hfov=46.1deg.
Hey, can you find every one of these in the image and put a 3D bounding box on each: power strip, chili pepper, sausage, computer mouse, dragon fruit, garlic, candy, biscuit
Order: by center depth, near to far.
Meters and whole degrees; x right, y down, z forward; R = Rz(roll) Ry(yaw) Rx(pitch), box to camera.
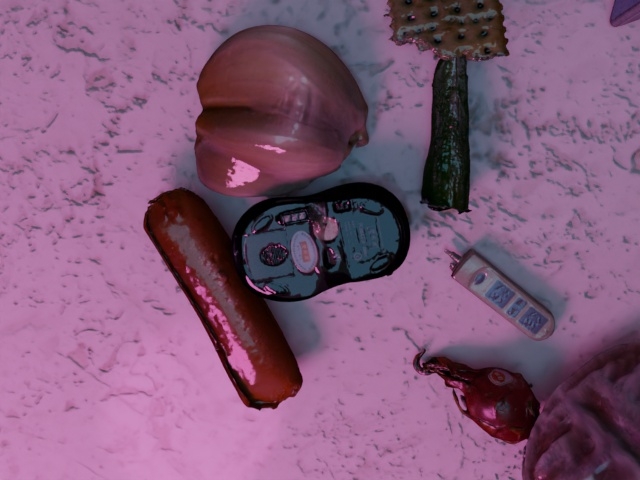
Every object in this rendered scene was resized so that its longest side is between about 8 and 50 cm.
[{"bbox_3d":[0.144,-0.310,0.912,0.143,0.016,0.203,-7,85,9],"label":"biscuit"},{"bbox_3d":[0.165,-0.150,0.945,0.059,0.088,0.227,1,102,-8],"label":"chili pepper"},{"bbox_3d":[0.394,0.260,0.950,0.289,0.214,0.157,-42,140,3],"label":"candy"},{"bbox_3d":[-0.054,-0.162,0.954,0.227,0.110,0.218,1,100,6],"label":"garlic"},{"bbox_3d":[0.000,0.000,0.991,0.233,0.096,0.137,-8,107,0],"label":"computer mouse"},{"bbox_3d":[0.242,0.070,1.014,0.191,0.030,0.048,38,104,-4],"label":"power strip"},{"bbox_3d":[0.214,0.203,1.019,0.190,0.094,0.094,31,105,8],"label":"dragon fruit"},{"bbox_3d":[-0.129,0.079,1.024,0.102,0.102,0.331,-26,99,12],"label":"sausage"}]

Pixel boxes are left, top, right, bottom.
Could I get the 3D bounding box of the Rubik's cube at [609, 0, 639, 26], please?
[{"bbox_3d":[0.445,-0.358,0.787,0.233,0.228,0.228,-48,136,-4],"label":"Rubik's cube"}]
